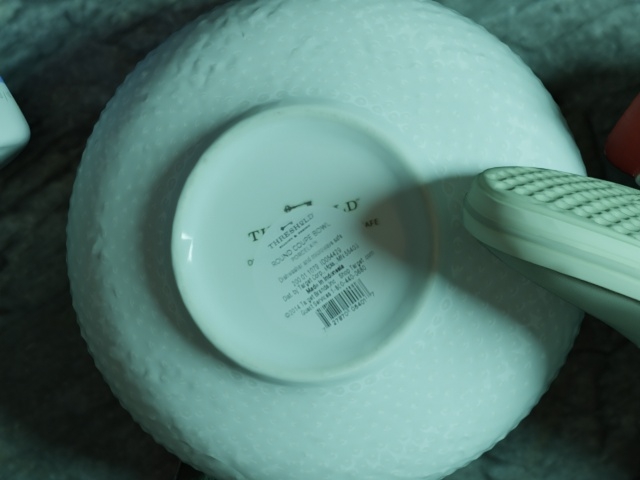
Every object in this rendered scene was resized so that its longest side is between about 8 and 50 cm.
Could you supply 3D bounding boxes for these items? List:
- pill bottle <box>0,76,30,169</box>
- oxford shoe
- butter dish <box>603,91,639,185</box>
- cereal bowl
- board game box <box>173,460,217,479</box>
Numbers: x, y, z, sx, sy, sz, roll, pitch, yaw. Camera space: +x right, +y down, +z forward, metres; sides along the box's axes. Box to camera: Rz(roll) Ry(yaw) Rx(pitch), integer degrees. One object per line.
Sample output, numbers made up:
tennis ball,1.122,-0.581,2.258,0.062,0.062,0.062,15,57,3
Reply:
pill bottle,-0.317,-0.146,1.002,0.152,0.152,0.272,-30,90,11
oxford shoe,0.273,0.081,0.882,0.449,0.169,0.130,23,109,-16
butter dish,0.269,-0.072,0.928,0.160,0.160,0.118,28,77,5
cereal bowl,0.000,0.000,0.953,0.339,0.141,0.339,0,89,7
board game box,-0.033,0.158,1.050,0.126,0.026,0.186,19,99,7
